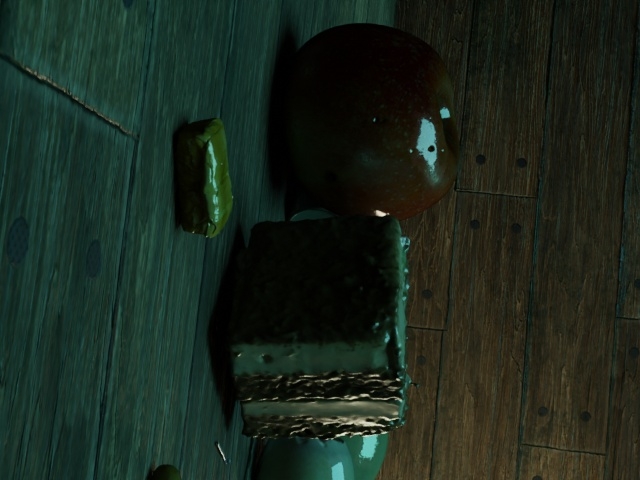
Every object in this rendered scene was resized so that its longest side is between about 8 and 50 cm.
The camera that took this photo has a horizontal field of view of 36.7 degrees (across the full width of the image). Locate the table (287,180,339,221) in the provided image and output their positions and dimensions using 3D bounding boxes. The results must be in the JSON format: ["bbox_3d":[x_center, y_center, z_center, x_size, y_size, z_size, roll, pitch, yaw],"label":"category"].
[{"bbox_3d":[0.014,-0.104,1.871,0.126,0.126,0.220,85,13,-52],"label":"table"}]

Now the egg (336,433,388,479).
[{"bbox_3d":[0.017,0.422,1.930,0.218,0.218,0.296,53,56,-78],"label":"egg"}]

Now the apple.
[{"bbox_3d":[0.091,-0.202,1.676,0.348,0.276,0.349,-5,90,-72],"label":"apple"}]

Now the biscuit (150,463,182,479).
[{"bbox_3d":[-0.188,0.342,1.014,0.208,0.047,0.164,-20,116,-82],"label":"biscuit"}]

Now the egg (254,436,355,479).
[{"bbox_3d":[-0.032,0.447,1.721,0.183,0.183,0.217,40,61,-80],"label":"egg"}]

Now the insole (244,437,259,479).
[{"bbox_3d":[-0.120,0.389,1.672,0.065,0.006,0.194,71,25,-70],"label":"insole"}]

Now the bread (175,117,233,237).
[{"bbox_3d":[-0.133,-0.072,1.106,0.074,0.053,0.132,-65,157,-67],"label":"bread"}]

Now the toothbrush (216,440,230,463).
[{"bbox_3d":[-0.145,0.316,1.437,0.097,0.008,0.006,81,12,-60],"label":"toothbrush"}]

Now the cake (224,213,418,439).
[{"bbox_3d":[0.001,0.129,1.444,0.290,0.281,0.256,81,9,-46],"label":"cake"}]
